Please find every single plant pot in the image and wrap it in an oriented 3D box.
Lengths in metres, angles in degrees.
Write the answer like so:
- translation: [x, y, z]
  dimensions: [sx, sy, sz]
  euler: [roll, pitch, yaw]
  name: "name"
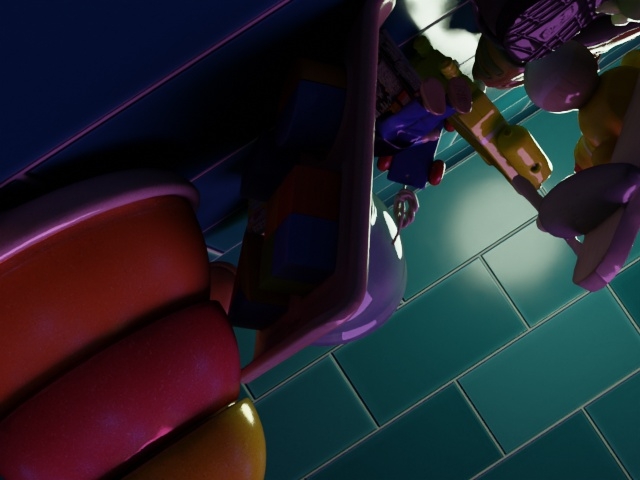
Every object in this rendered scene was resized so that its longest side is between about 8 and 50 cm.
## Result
- translation: [0.000, 0.000, 1.300]
  dimensions: [0.293, 0.293, 0.196]
  euler: [-31, 148, -18]
  name: "plant pot"

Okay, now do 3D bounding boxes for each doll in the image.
- translation: [0.083, -0.120, 0.864]
  dimensions: [0.129, 0.046, 0.189]
  euler: [-8, 170, -35]
  name: "doll"

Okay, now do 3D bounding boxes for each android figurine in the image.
- translation: [0.206, -0.168, 1.056]
  dimensions: [0.056, 0.248, 0.273]
  euler: [-42, 132, 8]
  name: "android figurine"

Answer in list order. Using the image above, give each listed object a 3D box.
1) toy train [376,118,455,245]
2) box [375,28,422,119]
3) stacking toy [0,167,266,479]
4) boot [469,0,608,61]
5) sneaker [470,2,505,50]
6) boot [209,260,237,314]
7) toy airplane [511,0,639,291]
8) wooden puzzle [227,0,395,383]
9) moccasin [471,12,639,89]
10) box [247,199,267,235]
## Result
- translation: [0.146, -0.124, 1.287]
  dimensions: [0.143, 0.105, 0.248]
  euler: [-62, 167, -77]
  name: "toy train"
- translation: [0.066, -0.171, 0.926]
  dimensions: [0.027, 0.094, 0.137]
  euler: [-32, 174, -28]
  name: "box"
- translation: [-0.174, 0.202, 0.784]
  dimensions: [0.350, 0.480, 0.350]
  euler: [-32, 174, -4]
  name: "stacking toy"
- translation: [0.234, -0.279, 0.715]
  dimensions: [0.246, 0.161, 0.083]
  euler: [-29, 140, 8]
  name: "boot"
- translation: [0.266, -0.301, 0.841]
  dimensions: [0.178, 0.124, 0.295]
  euler: [-41, -179, -35]
  name: "sneaker"
- translation: [-0.244, 0.138, 1.082]
  dimensions: [0.283, 0.109, 0.220]
  euler: [-26, -176, 23]
  name: "boot"
- translation: [0.363, -0.168, 0.882]
  dimensions: [0.386, 0.272, 0.384]
  euler: [-41, 148, -60]
  name: "toy airplane"
- translation: [-0.030, -0.045, 0.818]
  dimensions: [0.080, 0.348, 0.322]
  euler: [15, 157, -14]
  name: "wooden puzzle"
- translation: [0.408, -0.334, 1.225]
  dimensions: [0.380, 0.139, 0.147]
  euler: [-32, 175, -12]
  name: "moccasin"
- translation: [-0.047, -0.063, 1.066]
  dimensions: [0.105, 0.043, 0.179]
  euler: [-34, -156, 15]
  name: "box"
